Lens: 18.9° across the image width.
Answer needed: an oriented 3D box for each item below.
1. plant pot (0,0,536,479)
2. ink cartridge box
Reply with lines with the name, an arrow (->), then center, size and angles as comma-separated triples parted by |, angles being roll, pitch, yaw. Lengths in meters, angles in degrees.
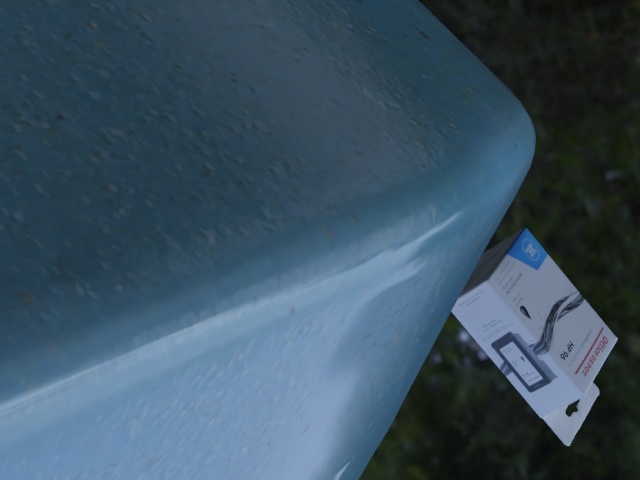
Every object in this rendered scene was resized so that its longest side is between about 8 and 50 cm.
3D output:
plant pot -> -0.090, 0.001, 0.539 | 0.252, 0.248, 0.247 | -21, -122, -40
ink cartridge box -> 0.098, 0.042, 0.837 | 0.028, 0.083, 0.048 | -34, -170, 39
